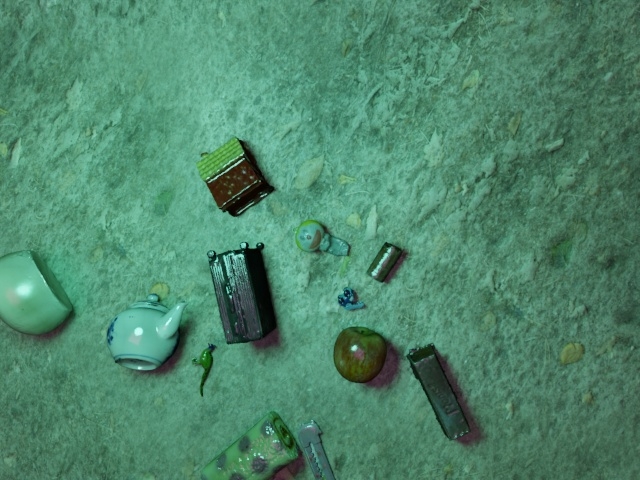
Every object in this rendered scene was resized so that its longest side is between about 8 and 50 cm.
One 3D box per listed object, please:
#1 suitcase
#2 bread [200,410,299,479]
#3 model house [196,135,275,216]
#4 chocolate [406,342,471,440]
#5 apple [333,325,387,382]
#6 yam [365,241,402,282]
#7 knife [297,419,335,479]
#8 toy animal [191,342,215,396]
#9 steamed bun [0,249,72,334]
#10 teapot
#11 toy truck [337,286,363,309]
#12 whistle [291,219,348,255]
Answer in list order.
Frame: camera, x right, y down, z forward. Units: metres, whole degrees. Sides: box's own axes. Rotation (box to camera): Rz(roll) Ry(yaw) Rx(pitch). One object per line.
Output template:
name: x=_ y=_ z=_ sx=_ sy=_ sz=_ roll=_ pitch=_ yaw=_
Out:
suitcase: x=-0.267 y=0.182 z=1.669 sx=0.152 sy=0.229 sz=0.336 roll=-13 pitch=88 yaw=8
bread: x=-0.256 y=0.803 z=1.708 sx=0.338 sy=0.155 sz=0.187 roll=-40 pitch=81 yaw=7
model house: x=-0.321 y=-0.245 z=1.713 sx=0.195 sy=0.160 sz=0.254 roll=-34 pitch=84 yaw=8
chocolate: x=0.410 y=0.525 z=1.635 sx=0.111 sy=0.112 sz=0.322 roll=-24 pitch=87 yaw=5
apple: x=0.136 y=0.396 z=1.635 sx=0.188 sy=0.188 sz=0.174 roll=12 pitch=100 yaw=8
yam: x=0.228 y=0.077 z=1.679 sx=0.079 sy=0.079 sz=0.141 roll=32 pitch=95 yaw=7
knife: x=0.007 y=0.861 z=1.730 sx=0.132 sy=0.038 sz=0.399 roll=-21 pitch=87 yaw=5
toy animal: x=-0.459 y=0.487 z=1.796 sx=0.074 sy=0.041 sz=0.217 roll=17 pitch=97 yaw=6
steamed bun: x=-1.091 y=0.202 z=1.742 sx=0.206 sy=0.324 sz=0.325 roll=-32 pitch=85 yaw=-20
teapot: x=-0.644 y=0.322 z=1.733 sx=0.423 sy=0.252 sz=0.280 roll=-20 pitch=52 yaw=30
toy truck: x=0.111 y=0.218 z=1.709 sx=0.090 sy=0.056 sz=0.073 roll=35 pitch=99 yaw=-7
whistle: x=0.000 y=0.000 z=1.696 sx=0.222 sy=0.123 sz=0.123 roll=22 pitch=93 yaw=-7
